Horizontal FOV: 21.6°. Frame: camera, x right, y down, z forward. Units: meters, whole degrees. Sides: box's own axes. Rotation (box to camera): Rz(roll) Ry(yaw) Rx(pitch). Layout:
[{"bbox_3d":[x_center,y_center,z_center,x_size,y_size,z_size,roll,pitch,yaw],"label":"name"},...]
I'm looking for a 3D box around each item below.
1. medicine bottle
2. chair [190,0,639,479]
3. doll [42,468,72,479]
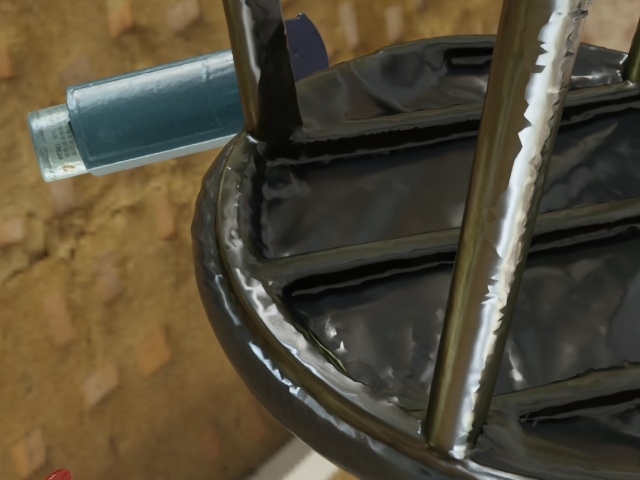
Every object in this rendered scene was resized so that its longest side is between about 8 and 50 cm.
[{"bbox_3d":[-0.119,-0.114,1.420,0.124,0.258,0.079,89,166,-79],"label":"medicine bottle"},{"bbox_3d":[0.122,-0.131,0.599,0.365,0.362,0.410,-11,-46,-22],"label":"chair"},{"bbox_3d":[-0.196,0.223,1.015,0.169,0.057,0.109,-29,-91,-39],"label":"doll"}]
